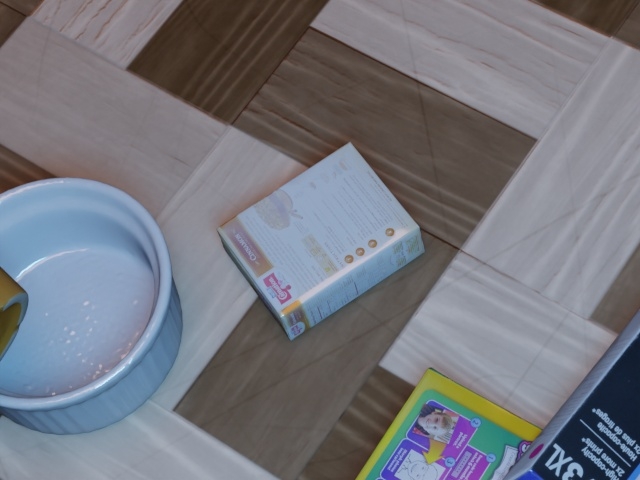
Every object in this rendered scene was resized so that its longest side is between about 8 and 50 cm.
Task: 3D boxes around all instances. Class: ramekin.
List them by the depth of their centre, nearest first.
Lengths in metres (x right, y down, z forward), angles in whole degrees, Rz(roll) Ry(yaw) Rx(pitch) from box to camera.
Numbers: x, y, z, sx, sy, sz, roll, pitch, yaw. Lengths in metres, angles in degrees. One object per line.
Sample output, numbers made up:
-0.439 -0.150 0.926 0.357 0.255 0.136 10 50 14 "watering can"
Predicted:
-0.285 0.081 1.801 0.277 0.135 0.277 -5 62 9 "ramekin"

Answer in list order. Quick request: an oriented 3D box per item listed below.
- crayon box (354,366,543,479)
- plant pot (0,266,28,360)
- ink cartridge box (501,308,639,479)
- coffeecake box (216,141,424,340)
0.111 0.288 1.649 0.165 0.081 0.278 28 70 22 "crayon box"
-0.412 0.060 1.658 0.188 0.205 0.205 31 71 7 "plant pot"
0.318 0.214 1.613 0.176 0.069 0.371 43 73 -3 "ink cartridge box"
0.000 0.000 1.830 0.185 0.068 0.142 -33 62 -8 "coffeecake box"
